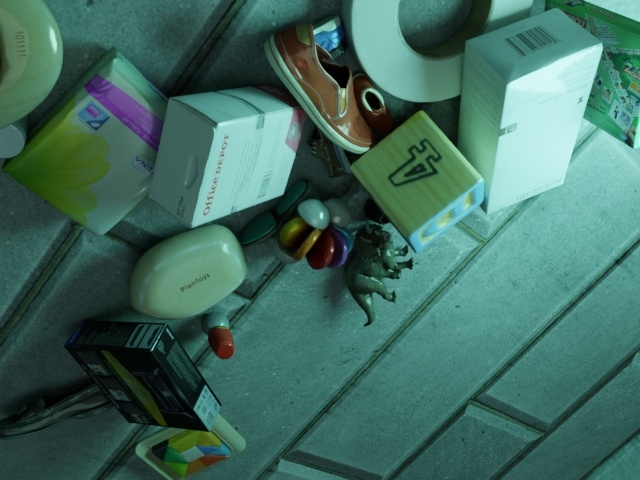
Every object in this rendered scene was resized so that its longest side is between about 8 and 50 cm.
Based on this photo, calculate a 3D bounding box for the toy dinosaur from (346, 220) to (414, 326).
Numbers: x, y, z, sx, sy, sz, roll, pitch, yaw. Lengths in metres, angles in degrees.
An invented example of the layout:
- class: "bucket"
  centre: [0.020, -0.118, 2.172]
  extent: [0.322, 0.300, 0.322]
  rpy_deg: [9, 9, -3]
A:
- class: "toy dinosaur"
  centre: [0.129, 0.070, 1.575]
  extent: [0.160, 0.121, 0.314]
  rpy_deg: [12, 128, -10]

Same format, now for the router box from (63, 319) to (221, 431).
- class: "router box"
  centre: [-0.400, 0.314, 1.479]
  extent: [0.242, 0.081, 0.309]
  rpy_deg: [-1, 132, 23]

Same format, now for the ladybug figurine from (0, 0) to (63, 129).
- class: "ladybug figurine"
  centre: [-0.630, -0.306, 0.982]
  extent: [0.449, 0.162, 0.305]
  rpy_deg: [-4, 120, -16]

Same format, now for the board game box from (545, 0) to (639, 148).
- class: "board game box"
  centre: [0.554, -0.348, 1.289]
  extent: [0.046, 0.317, 0.214]
  rpy_deg: [-15, 127, -12]

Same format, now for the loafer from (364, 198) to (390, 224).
- class: "loafer"
  centre: [0.217, -0.075, 1.508]
  extent: [0.219, 0.078, 0.080]
  rpy_deg: [-16, 128, -8]

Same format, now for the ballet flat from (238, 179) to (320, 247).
- class: "ballet flat"
  centre: [-0.086, -0.045, 1.425]
  extent: [0.213, 0.072, 0.068]
  rpy_deg: [-41, 131, 10]

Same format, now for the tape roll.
- class: "tape roll"
  centre: [0.230, -0.463, 1.250]
  extent: [0.391, 0.072, 0.392]
  rpy_deg: [-9, 126, -13]

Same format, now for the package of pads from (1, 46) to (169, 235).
- class: "package of pads"
  centre: [-0.399, -0.172, 1.204]
  extent: [0.296, 0.101, 0.229]
  rpy_deg: [-40, 126, 10]

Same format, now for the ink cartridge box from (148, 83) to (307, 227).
- class: "ink cartridge box"
  centre: [-0.164, -0.166, 1.190]
  extent: [0.283, 0.117, 0.207]
  rpy_deg: [-27, 143, -54]

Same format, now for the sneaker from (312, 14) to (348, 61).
- class: "sneaker"
  centre: [-0.019, -0.361, 1.236]
  extent: [0.152, 0.058, 0.085]
  rpy_deg: [-29, 120, -7]

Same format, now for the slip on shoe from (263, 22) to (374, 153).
- class: "slip on shoe"
  centre: [0.025, -0.279, 1.224]
  extent: [0.101, 0.123, 0.331]
  rpy_deg: [-27, 137, 19]

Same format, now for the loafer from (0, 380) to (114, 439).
- class: "loafer"
  centre: [-0.631, 0.390, 1.530]
  extent: [0.267, 0.096, 0.084]
  rpy_deg: [-13, 107, -19]

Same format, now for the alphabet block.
- class: "alphabet block"
  centre: [0.207, -0.118, 1.354]
  extent: [0.193, 0.197, 0.192]
  rpy_deg: [-38, 163, 3]

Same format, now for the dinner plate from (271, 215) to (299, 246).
- class: "dinner plate"
  centre: [-0.045, -0.011, 1.498]
  extent: [0.141, 0.017, 0.141]
  rpy_deg: [-9, 127, -13]

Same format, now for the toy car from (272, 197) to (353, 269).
- class: "toy car"
  centre: [0.000, 0.000, 1.394]
  extent: [0.182, 0.136, 0.159]
  rpy_deg: [-8, 142, -51]

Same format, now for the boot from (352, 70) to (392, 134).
- class: "boot"
  centre: [0.113, -0.269, 1.334]
  extent: [0.059, 0.085, 0.158]
  rpy_deg: [-36, 129, 5]

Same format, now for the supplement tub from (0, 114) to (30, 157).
- class: "supplement tub"
  centre: [-0.550, -0.198, 1.126]
  extent: [0.071, 0.107, 0.071]
  rpy_deg: [-10, 126, -14]

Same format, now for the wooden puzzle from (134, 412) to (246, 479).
- class: "wooden puzzle"
  centre: [-0.353, 0.575, 1.775]
  extent: [0.238, 0.044, 0.221]
  rpy_deg: [-30, 128, 2]

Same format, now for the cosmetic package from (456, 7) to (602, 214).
- class: "cosmetic package"
  centre: [0.416, -0.255, 1.347]
  extent: [0.217, 0.156, 0.385]
  rpy_deg: [-23, 142, -7]

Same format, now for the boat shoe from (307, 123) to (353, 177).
- class: "boat shoe"
  centre: [0.010, -0.202, 1.354]
  extent: [0.066, 0.066, 0.183]
  rpy_deg: [-25, 125, 8]

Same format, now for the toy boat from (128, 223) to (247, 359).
- class: "toy boat"
  centre: [-0.276, 0.119, 1.440]
  extent: [0.267, 0.148, 0.318]
  rpy_deg: [-25, 121, -9]
